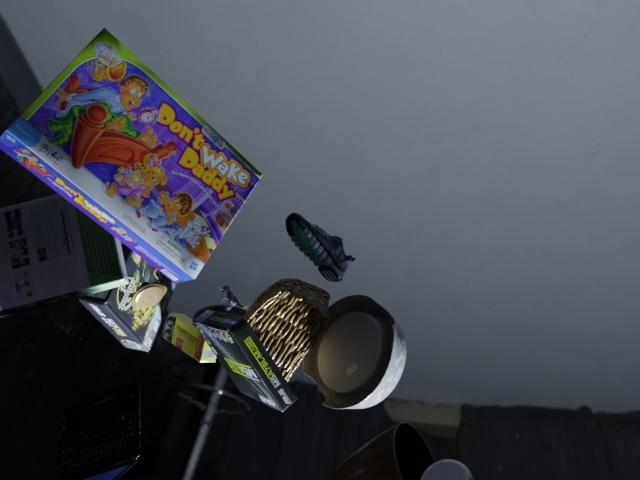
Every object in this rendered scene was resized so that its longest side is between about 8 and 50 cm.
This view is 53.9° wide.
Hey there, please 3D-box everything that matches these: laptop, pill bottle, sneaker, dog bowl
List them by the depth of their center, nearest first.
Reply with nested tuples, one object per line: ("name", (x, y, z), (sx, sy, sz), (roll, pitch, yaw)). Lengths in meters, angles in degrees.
("laptop", (-0.506, 0.434, 1.302), (0.234, 0.264, 0.136), (-22, 146, 19))
("pill bottle", (0.303, 0.580, 1.356), (0.117, 0.117, 0.215), (-14, 122, 27))
("sneaker", (0.000, 0.000, 1.609), (0.083, 0.098, 0.223), (-6, 127, 50))
("dog bowl", (0.107, 0.343, 1.892), (0.349, 0.349, 0.102), (-25, 141, 35))

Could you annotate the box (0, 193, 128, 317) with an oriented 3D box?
("box", (-0.605, 0.024, 1.386), (0.322, 0.232, 0.058), (-15, 167, -3))

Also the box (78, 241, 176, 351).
("box", (-0.526, 0.082, 1.849), (0.097, 0.395, 0.318), (9, 148, 12))

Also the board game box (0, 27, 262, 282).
("board game box", (-0.289, -0.128, 1.012), (0.347, 0.233, 0.078), (42, 149, -24))

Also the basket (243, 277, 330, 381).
("basket", (-0.128, 0.257, 1.913), (0.213, 0.223, 0.299), (32, 103, -7))

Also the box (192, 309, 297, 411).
("box", (-0.144, 0.217, 1.160), (0.191, 0.045, 0.184), (-1, 120, 59))

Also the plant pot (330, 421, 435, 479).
("plant pot", (0.150, 0.606, 1.604), (0.230, 0.215, 0.215), (-29, 123, 25))

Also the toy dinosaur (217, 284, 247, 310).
("toy dinosaur", (-0.257, 0.162, 1.794), (0.090, 0.082, 0.047), (18, 125, -18))

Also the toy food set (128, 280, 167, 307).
("toy food set", (-0.412, 0.129, 1.502), (0.083, 0.020, 0.082), (-39, 146, 1))

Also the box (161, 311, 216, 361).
("box", (-0.389, 0.287, 1.881), (0.058, 0.087, 0.232), (9, -173, -44))
